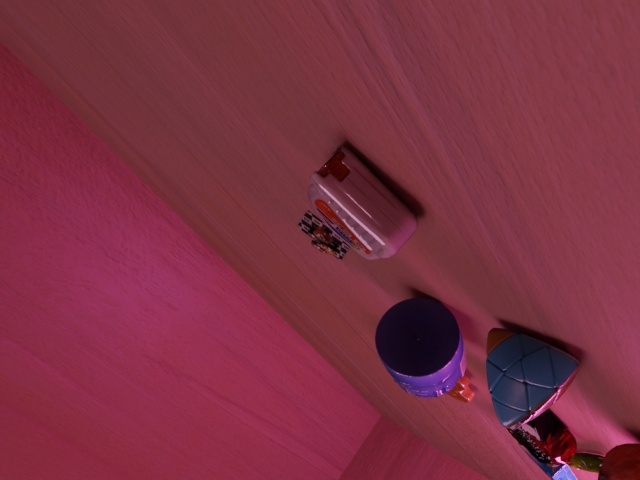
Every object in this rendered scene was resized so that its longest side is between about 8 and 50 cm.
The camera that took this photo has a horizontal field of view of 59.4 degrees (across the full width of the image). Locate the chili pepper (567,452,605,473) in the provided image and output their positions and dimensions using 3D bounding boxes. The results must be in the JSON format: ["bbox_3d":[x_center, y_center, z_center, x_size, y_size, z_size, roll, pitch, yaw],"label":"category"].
[{"bbox_3d":[0.890,0.729,1.815,0.085,0.076,0.359,31,168,10],"label":"chili pepper"}]

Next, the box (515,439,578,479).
[{"bbox_3d":[0.822,0.799,2.040,0.139,0.073,0.194,49,178,-31],"label":"box"}]

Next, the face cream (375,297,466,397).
[{"bbox_3d":[0.307,0.328,1.684,0.249,0.249,0.225,26,161,34],"label":"face cream"}]

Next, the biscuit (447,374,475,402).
[{"bbox_3d":[0.447,0.502,2.160,0.351,0.057,0.312,17,153,53],"label":"biscuit"}]

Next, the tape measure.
[{"bbox_3d":[0.090,-0.078,1.313,0.258,0.130,0.265,42,168,-3],"label":"tape measure"}]

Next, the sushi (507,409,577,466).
[{"bbox_3d":[0.708,0.621,1.811,0.225,0.136,0.126,47,153,-9],"label":"sushi"}]

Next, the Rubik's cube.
[{"bbox_3d":[0.520,0.304,1.398,0.254,0.254,0.254,35,162,13],"label":"Rubik's cube"}]

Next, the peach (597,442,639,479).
[{"bbox_3d":[0.833,0.633,1.462,0.233,0.232,0.232,35,162,13],"label":"peach"}]

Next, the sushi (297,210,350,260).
[{"bbox_3d":[0.000,0.000,1.820,0.193,0.040,0.210,38,163,1],"label":"sushi"}]
